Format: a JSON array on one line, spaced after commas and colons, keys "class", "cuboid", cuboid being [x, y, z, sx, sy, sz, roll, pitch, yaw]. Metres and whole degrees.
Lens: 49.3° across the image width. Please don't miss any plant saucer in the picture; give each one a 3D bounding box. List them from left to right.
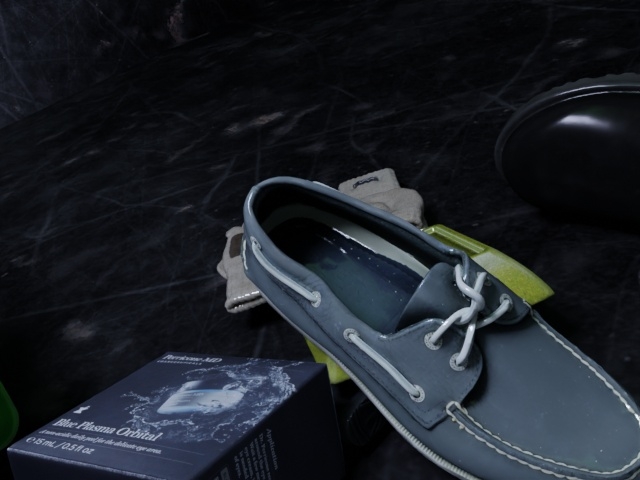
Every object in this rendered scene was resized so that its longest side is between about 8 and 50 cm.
[{"class": "plant saucer", "cuboid": [0.070, 0.038, 0.601, 0.188, 0.045, 0.188, -21, 12, -6]}]

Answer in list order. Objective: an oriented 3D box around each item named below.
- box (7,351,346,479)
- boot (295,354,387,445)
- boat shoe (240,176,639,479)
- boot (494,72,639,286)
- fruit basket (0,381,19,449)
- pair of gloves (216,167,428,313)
[{"class": "box", "cuboid": [-0.091, 0.150, 0.475, 0.156, 0.093, 0.158, -2, 14, 31]}, {"class": "boot", "cuboid": [0.024, 0.112, 0.565, 0.121, 0.045, 0.099, -37, 26, -32]}, {"class": "boat shoe", "cuboid": [0.070, 0.058, 0.455, 0.319, 0.099, 0.116, 33, 69, 24]}, {"class": "boot", "cuboid": [0.270, -0.026, 0.548, 0.348, 0.131, 0.260, 2, 37, 38]}, {"class": "fruit basket", "cuboid": [-0.425, 0.070, 0.582, 0.283, 0.392, 0.392, -27, 29, -20]}, {"class": "pair of gloves", "cuboid": [0.000, 0.000, 0.777, 0.240, 0.042, 0.204, -20, 25, -4]}]
